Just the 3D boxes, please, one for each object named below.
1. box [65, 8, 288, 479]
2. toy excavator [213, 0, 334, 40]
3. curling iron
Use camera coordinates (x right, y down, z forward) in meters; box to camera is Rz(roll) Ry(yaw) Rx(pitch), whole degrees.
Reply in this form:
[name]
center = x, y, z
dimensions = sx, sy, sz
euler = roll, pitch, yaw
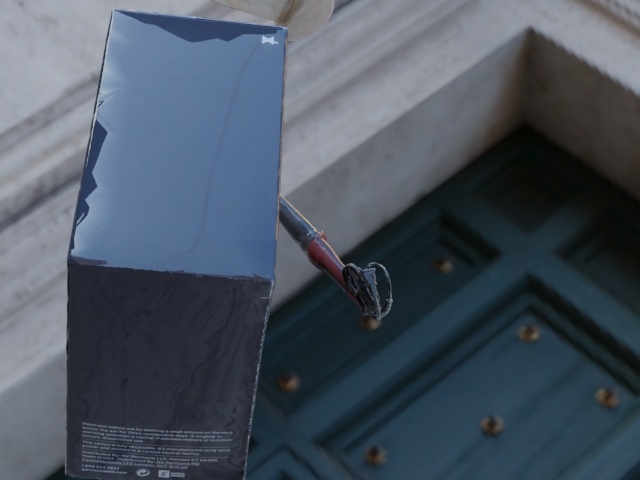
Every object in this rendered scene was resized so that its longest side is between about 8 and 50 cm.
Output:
[box]
center = -0.138, 0.008, 1.483
dimensions = 0.312, 0.179, 0.343
euler = 101, -8, -45
[toy excavator]
center = -0.190, -0.466, 2.235
dimensions = 0.445, 0.433, 0.222
euler = 96, -14, -54
[curling iron]
center = 0.000, 0.000, 1.779
dimensions = 0.274, 0.035, 0.068
euler = 45, -39, 41
